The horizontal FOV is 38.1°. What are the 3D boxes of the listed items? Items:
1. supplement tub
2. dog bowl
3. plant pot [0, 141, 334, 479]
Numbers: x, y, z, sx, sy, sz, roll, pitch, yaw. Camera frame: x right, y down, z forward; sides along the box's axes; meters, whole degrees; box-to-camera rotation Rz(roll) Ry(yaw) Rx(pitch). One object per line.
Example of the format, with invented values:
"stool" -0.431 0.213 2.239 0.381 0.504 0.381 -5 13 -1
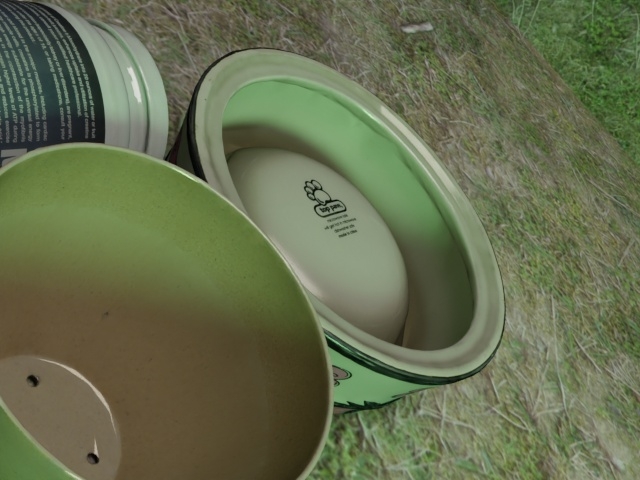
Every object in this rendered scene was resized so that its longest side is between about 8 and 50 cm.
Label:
"supplement tub" -0.274 -0.094 0.724 0.272 0.191 0.191 -12 66 -52
"dog bowl" 0.000 0.000 0.976 0.408 0.150 0.408 28 39 -26
"plant pot" -0.159 0.101 0.662 0.284 0.191 0.284 29 38 -26
